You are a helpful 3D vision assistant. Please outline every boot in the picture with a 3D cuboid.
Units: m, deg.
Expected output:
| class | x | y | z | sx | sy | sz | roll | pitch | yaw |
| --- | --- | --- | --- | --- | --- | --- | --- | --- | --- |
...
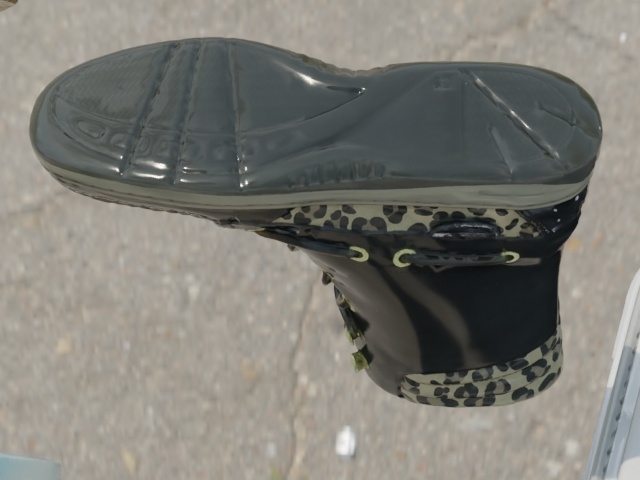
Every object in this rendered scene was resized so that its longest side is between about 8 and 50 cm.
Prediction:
| class | x | y | z | sx | sy | sz | roll | pitch | yaw |
| --- | --- | --- | --- | --- | --- | --- | --- | --- | --- |
| boot | 0.001 | 0.001 | 0.868 | 0.236 | 0.178 | 0.085 | 3 | 53 | 7 |

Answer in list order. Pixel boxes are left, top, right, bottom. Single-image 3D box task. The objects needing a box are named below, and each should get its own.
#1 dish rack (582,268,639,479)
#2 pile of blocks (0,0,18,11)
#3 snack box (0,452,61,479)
| class | x | y | z | sx | sy | sz | roll | pitch | yaw |
| --- | --- | --- | --- | --- | --- | --- | --- | --- | --- |
| dish rack | 0.243 | 0.105 | 0.844 | 0.286 | 0.072 | 0.332 | 4 | 53 | 23 |
| pile of blocks | -0.132 | -0.029 | 0.312 | 0.113 | 0.149 | 0.362 | -23 | 28 | 4 |
| snack box | -0.233 | 0.149 | 0.612 | 0.322 | 0.060 | 0.187 | 0 | 79 | 30 |
